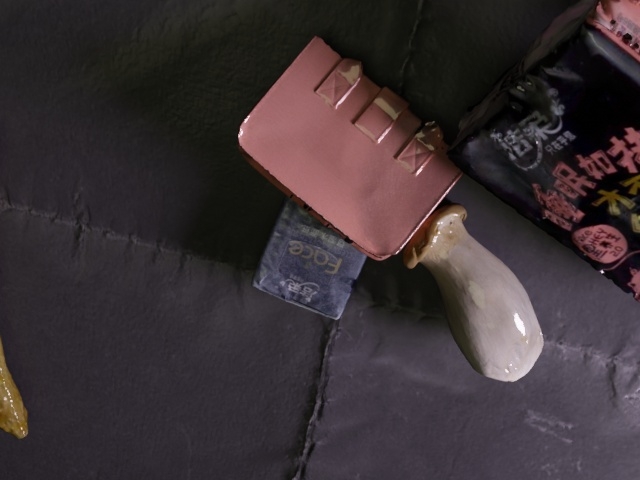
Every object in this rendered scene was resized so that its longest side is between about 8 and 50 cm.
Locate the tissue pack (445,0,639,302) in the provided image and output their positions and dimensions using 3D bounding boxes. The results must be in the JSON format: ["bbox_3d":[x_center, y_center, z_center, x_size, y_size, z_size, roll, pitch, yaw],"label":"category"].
[{"bbox_3d":[0.315,-0.075,0.908,0.332,0.123,0.245,35,142,-7],"label":"tissue pack"}]

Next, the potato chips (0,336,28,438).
[{"bbox_3d":[-0.416,0.056,1.161,0.080,0.057,0.406,-1,110,-4],"label":"potato chips"}]

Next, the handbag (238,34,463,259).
[{"bbox_3d":[0.033,-0.095,0.996,0.212,0.059,0.157,39,86,0],"label":"handbag"}]

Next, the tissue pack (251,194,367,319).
[{"bbox_3d":[0.000,0.000,1.070,0.112,0.051,0.156,22,112,-1],"label":"tissue pack"}]

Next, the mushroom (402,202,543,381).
[{"bbox_3d":[0.171,0.060,1.041,0.097,0.088,0.212,-34,102,14],"label":"mushroom"}]
